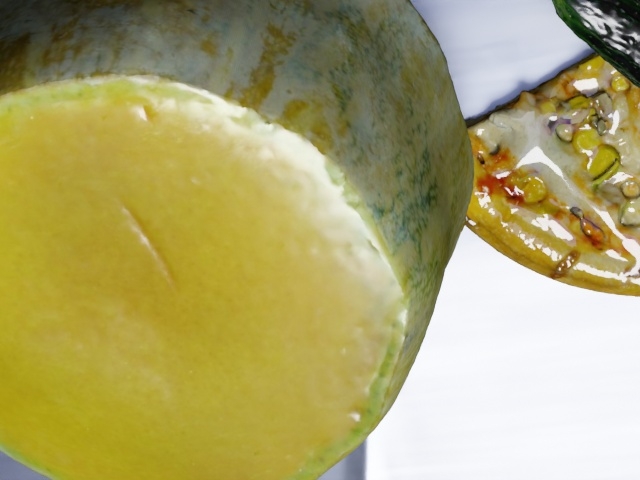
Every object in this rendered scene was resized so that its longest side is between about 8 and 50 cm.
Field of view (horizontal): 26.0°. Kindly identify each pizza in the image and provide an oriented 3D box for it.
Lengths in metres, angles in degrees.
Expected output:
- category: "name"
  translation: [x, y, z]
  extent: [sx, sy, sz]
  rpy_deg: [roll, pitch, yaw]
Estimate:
- category: "pizza"
  translation: [0.176, -0.052, 0.870]
  extent: [0.185, 0.036, 0.176]
  rpy_deg: [40, 102, -1]

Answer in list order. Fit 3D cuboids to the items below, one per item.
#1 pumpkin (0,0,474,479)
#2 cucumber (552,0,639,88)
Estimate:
- category: "pumpkin"
  translation: [-0.075, 0.001, 0.776]
  extent: [0.332, 0.199, 0.332]
  rpy_deg: [1, 127, 2]
- category: "cucumber"
  translation: [0.221, -0.097, 0.826]
  extent: [0.215, 0.058, 0.052]
  rpy_deg: [31, 116, -14]
